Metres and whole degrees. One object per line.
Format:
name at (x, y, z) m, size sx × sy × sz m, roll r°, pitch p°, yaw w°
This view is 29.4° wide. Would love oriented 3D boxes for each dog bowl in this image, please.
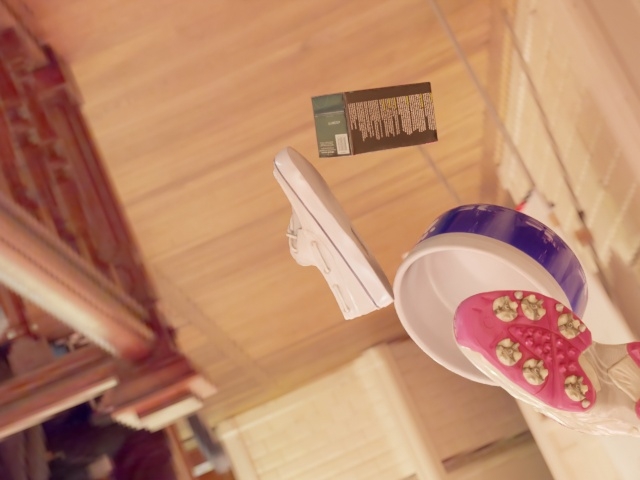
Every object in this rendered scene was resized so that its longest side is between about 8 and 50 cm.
dog bowl at (0.244, 0.080, 1.754) m, size 0.265 × 0.265 × 0.104 m, roll -44°, pitch -172°, yaw 49°

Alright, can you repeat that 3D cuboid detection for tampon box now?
tampon box at (0.087, -0.193, 1.962) m, size 0.161 × 0.101 × 0.120 m, roll -10°, pitch -174°, yaw -26°

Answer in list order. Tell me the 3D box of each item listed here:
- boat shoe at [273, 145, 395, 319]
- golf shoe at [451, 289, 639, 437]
boat shoe at (0.000, 0.000, 1.558) m, size 0.084 × 0.258 × 0.095 m, roll -29°, pitch -158°, yaw 11°
golf shoe at (0.243, 0.143, 1.258) m, size 0.306 × 0.115 × 0.140 m, roll 24°, pitch 150°, yaw -24°
